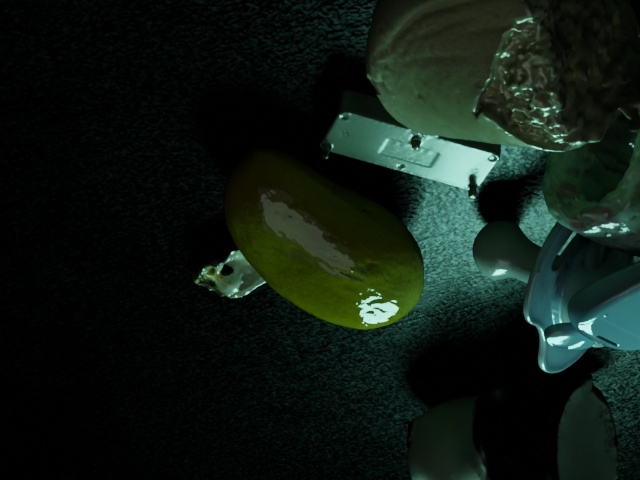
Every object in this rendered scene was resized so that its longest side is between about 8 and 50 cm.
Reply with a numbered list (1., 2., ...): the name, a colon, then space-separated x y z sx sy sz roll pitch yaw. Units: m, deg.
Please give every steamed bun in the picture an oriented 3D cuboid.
1. steamed bun: 0.183 -0.263 1.581 0.273 0.290 0.272 -1 131 22

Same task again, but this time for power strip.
1. power strip: 0.120 -0.134 1.929 0.215 0.061 0.145 14 144 -13

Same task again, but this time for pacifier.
1. pacifier: 0.305 0.029 2.062 0.225 0.238 0.287 24 160 28

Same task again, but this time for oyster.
1. oyster: -0.106 0.041 2.210 0.121 0.045 0.146 16 136 -10

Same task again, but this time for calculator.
1. calculator: 0.410 0.072 1.904 0.302 0.042 0.188 -31 146 30

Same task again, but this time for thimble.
1. thimble: 0.378 -0.090 1.865 0.149 0.185 0.211 22 97 -29

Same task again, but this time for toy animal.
1. toy animal: 0.283 0.327 2.420 0.310 0.251 0.251 -10 143 37

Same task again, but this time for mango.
1. mango: -0.003 0.005 2.080 0.331 0.142 0.195 33 132 -22

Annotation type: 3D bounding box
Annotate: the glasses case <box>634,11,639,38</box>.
1. glasses case: 0.241 -0.219 1.791 0.266 0.067 0.103 0 145 7
